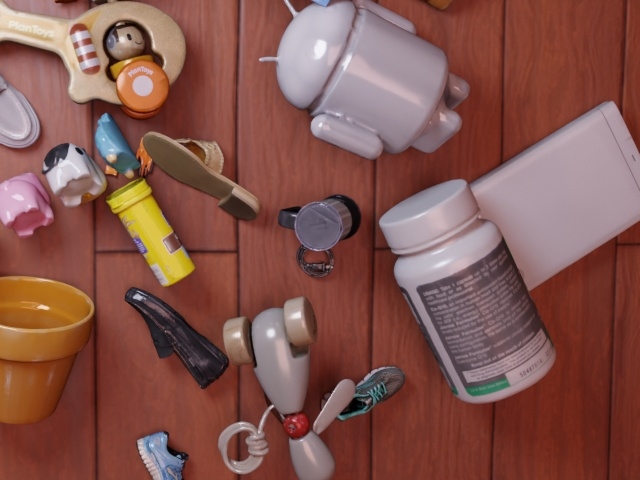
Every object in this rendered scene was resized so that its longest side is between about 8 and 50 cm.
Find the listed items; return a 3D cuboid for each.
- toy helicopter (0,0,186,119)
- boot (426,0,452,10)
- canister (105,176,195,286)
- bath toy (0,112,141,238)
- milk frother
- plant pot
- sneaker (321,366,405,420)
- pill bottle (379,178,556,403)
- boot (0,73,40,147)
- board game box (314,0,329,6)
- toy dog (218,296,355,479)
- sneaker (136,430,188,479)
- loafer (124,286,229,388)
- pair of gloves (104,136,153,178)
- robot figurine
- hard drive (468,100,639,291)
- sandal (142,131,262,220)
[{"bbox_3d":[-0.391,-0.339,1.464,0.355,0.140,0.235,10,90,-12],"label":"toy helicopter"},{"bbox_3d":[0.210,-0.552,1.571,0.220,0.109,0.283,30,110,-21],"label":"boot"},{"bbox_3d":[-0.282,-0.014,1.525,0.073,0.126,0.170,-32,104,-9],"label":"canister"},{"bbox_3d":[-0.467,-0.077,1.475,0.348,0.151,0.129,-31,67,-6],"label":"bath toy"},{"bbox_3d":[0.000,0.000,1.588,0.129,0.135,0.143,-9,95,18],"label":"milk frother"},{"bbox_3d":[-0.478,0.183,1.469,0.205,0.205,0.188,7,108,-14],"label":"plant pot"},{"bbox_3d":[0.086,0.287,1.667,0.166,0.076,0.065,-26,102,-10],"label":"sneaker"},{"bbox_3d":[0.257,0.089,1.624,0.204,0.204,0.361,-29,102,-10],"label":"pill bottle"},{"bbox_3d":[-0.550,-0.246,1.436,0.258,0.123,0.095,45,84,-14],"label":"boot"},{"bbox_3d":[-0.049,-0.481,1.506,0.160,0.211,0.039,22,130,-14],"label":"board game box"},{"bbox_3d":[-0.052,0.244,1.597,0.220,0.161,0.334,6,106,12],"label":"toy dog"},{"bbox_3d":[-0.257,0.407,1.602,0.073,0.063,0.162,-29,102,-13],"label":"sneaker"},{"bbox_3d":[-0.255,0.168,1.572,0.223,0.076,0.078,44,77,-17],"label":"loafer"},{"bbox_3d":[-0.326,-0.143,1.560,0.083,0.010,0.074,6,95,-11],"label":"pair of gloves"},{"bbox_3d":[0.075,-0.277,1.546,0.353,0.200,0.300,25,59,-14],"label":"robot figurine"},{"bbox_3d":[0.457,-0.078,1.739,0.353,0.047,0.233,-31,101,-9],"label":"hard drive"},{"bbox_3d":[-0.193,-0.131,1.573,0.240,0.088,0.079,37,55,-21],"label":"sandal"}]
